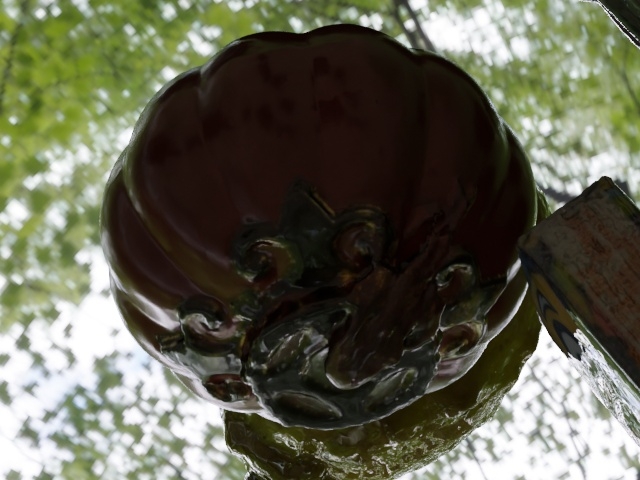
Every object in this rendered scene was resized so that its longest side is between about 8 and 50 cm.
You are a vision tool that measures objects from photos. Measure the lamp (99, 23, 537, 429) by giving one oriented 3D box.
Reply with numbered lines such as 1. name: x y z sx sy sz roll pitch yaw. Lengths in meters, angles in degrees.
1. lamp: 0.000 0.000 0.717 0.227 0.227 0.227 -9 -119 18

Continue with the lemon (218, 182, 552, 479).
1. lemon: 0.042 0.041 1.102 0.285 0.285 0.316 32 -134 32

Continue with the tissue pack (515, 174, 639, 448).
1. tissue pack: 0.157 0.057 0.621 0.060 0.108 0.148 -36 -122 -2

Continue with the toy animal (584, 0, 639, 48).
1. toy animal: 0.166 -0.215 0.873 0.125 0.127 0.251 -12 -129 4
